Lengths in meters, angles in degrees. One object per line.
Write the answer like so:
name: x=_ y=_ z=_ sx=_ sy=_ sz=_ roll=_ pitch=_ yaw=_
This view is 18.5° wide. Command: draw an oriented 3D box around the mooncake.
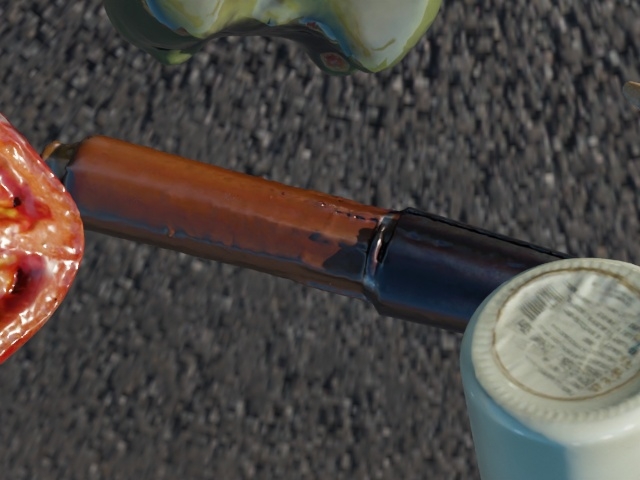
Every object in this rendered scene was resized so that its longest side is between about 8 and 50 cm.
mooncake: x=-0.045 y=-0.307 z=1.762 sx=0.351 sy=0.187 sz=0.351 roll=-2 pitch=97 yaw=-19

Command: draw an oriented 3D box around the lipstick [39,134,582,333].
lipstick: x=0.000 y=0.000 z=1.340 sx=0.418 sy=0.077 sz=0.077 roll=15 pitch=112 yaw=15

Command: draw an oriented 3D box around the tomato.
tomato: x=-0.224 y=0.004 z=1.029 sx=0.166 sy=0.174 sz=0.082 roll=46 pitch=144 yaw=-7

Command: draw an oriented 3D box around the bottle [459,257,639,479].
bottle: x=0.129 y=0.122 z=0.912 sx=0.104 sy=0.104 sz=0.245 roll=-8 pitch=136 yaw=7

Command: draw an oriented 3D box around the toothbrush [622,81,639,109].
toothbrush: x=0.330 y=-0.060 z=1.507 sx=0.037 sy=0.375 sz=0.028 roll=5 pitch=109 yaw=-25
